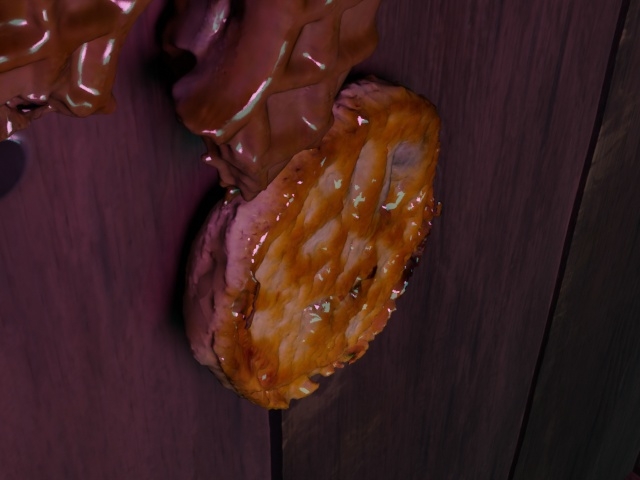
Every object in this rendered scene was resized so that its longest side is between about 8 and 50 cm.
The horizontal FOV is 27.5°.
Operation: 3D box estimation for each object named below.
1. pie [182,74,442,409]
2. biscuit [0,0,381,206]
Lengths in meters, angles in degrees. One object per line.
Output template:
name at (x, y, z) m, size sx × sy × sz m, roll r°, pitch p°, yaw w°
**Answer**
pie at (0.000, 0.000, 1.092) m, size 0.315 × 0.092 × 0.315 m, roll -41°, pitch 150°, yaw -30°
biscuit at (-0.080, -0.161, 0.750) m, size 0.268 × 0.115 × 0.366 m, roll -58°, pitch 153°, yaw 11°
